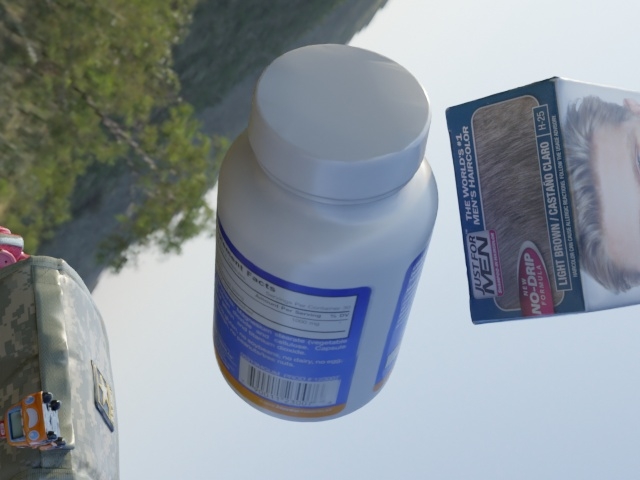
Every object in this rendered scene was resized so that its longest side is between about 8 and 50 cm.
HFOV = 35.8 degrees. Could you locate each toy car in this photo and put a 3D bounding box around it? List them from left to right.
[{"bbox_3d":[-0.193,0.164,0.681,0.060,0.041,0.122,168,-88,-83],"label":"toy car"}]

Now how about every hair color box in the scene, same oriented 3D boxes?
[{"bbox_3d":[0.258,-0.031,0.846,0.105,0.347,0.173,-11,-95,44],"label":"hair color box"}]

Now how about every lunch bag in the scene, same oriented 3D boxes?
[{"bbox_3d":[-0.288,0.184,0.968,0.287,0.169,0.235,-50,-138,42],"label":"lunch bag"}]

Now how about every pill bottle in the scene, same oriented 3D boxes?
[{"bbox_3d":[0.000,0.000,0.708,0.272,0.152,0.152,99,12,-48],"label":"pill bottle"}]

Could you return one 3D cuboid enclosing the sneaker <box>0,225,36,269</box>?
[{"bbox_3d":[-0.480,-0.001,1.337,0.314,0.136,0.115,66,11,-68],"label":"sneaker"}]
